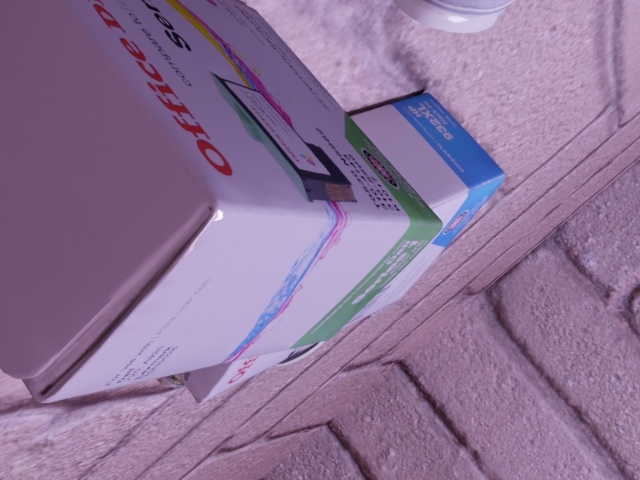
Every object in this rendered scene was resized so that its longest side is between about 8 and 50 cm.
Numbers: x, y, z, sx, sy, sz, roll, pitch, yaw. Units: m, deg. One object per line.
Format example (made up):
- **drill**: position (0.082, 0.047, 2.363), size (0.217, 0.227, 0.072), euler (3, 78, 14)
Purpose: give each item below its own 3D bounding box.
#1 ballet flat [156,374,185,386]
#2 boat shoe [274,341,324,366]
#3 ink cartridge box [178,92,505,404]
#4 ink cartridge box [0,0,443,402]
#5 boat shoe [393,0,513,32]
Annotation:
- **ballet flat**: position (-0.145, 0.135, 1.129), size (0.079, 0.077, 0.221), euler (-23, 169, 16)
- **boat shoe**: position (0.002, 0.066, 1.245), size (0.228, 0.081, 0.069), euler (-45, 162, -4)
- **ink cartridge box**: position (0.000, 0.000, 0.948), size (0.307, 0.129, 0.223), euler (-23, 158, -45)
- **ink cartridge box**: position (-0.077, -0.045, 0.510), size (0.117, 0.201, 0.278), euler (-45, 163, 17)
- **boat shoe**: position (0.139, -0.226, 0.750), size (0.227, 0.079, 0.081), euler (-32, 155, -40)
